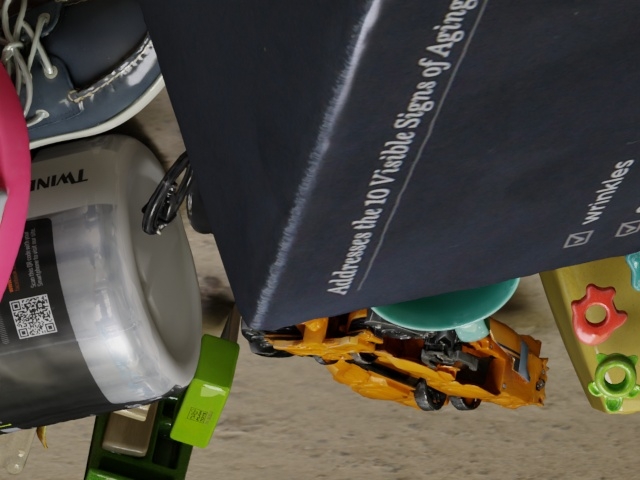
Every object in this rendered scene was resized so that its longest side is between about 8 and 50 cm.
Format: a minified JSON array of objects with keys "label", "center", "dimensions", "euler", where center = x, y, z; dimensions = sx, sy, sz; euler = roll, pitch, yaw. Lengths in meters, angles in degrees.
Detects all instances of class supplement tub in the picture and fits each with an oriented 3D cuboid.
[{"label":"supplement tub","center":[-0.276,0.050,1.462],"dimensions":[0.338,0.207,0.207],"euler":[-12,152,10]}]

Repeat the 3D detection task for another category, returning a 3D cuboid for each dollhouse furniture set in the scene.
[{"label":"dollhouse furniture set","center":[-0.237,0.101,1.720],"dimensions":[0.302,0.151,0.197],"euler":[18,127,-7]}]

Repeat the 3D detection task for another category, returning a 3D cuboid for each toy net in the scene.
[{"label":"toy net","center":[0.231,0.001,1.360],"dimensions":[0.122,0.232,0.045],"euler":[-9,-169,5]}]

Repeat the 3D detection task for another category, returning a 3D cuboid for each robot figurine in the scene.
[{"label":"robot figurine","center":[0.066,0.088,1.705],"dimensions":[0.211,0.085,0.291],"euler":[-6,158,37]}]

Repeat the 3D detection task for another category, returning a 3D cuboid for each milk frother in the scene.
[{"label":"milk frother","center":[-0.040,-0.024,1.404],"dimensions":[0.135,0.143,0.129],"euler":[17,140,25]}]

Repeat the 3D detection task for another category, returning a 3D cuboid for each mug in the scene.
[{"label":"mug","center":[0.088,0.003,1.535],"dimensions":[0.129,0.097,0.157],"euler":[6,135,-11]}]

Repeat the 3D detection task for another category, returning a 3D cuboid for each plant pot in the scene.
[{"label":"plant pot","center":[0.275,0.033,1.483],"dimensions":[0.212,0.187,0.212],"euler":[-8,177,2]}]

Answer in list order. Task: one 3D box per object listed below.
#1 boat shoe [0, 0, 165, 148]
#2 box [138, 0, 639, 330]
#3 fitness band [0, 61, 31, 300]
[{"label":"boat shoe","center":[-0.197,-0.115,1.293],"dimensions":[0.254,0.095,0.079],"euler":[-16,163,36]},{"label":"box","center":[0.181,-0.223,0.856],"dimensions":[0.472,0.297,0.480],"euler":[-12,155,-19]},{"label":"fitness band","center":[-0.296,-0.015,1.291],"dimensions":[0.054,0.209,0.291],"euler":[-6,126,-55]}]
